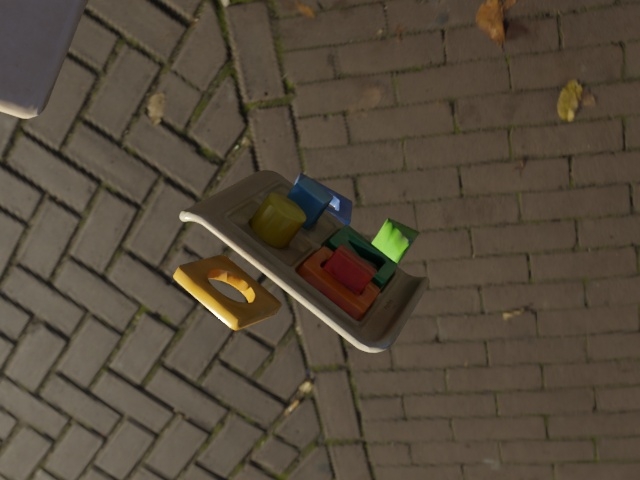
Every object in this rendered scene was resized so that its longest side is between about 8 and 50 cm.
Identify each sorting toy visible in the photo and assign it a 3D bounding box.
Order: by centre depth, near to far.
[{"bbox_3d":[0.000,0.000,0.792,0.196,0.347,0.047,34,112,5],"label":"sorting toy"}]

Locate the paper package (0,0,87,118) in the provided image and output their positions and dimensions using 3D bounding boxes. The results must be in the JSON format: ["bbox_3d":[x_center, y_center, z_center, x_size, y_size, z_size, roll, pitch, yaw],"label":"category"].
[{"bbox_3d":[-0.311,-0.289,0.669,0.324,0.168,0.309,20,104,-28],"label":"paper package"}]
